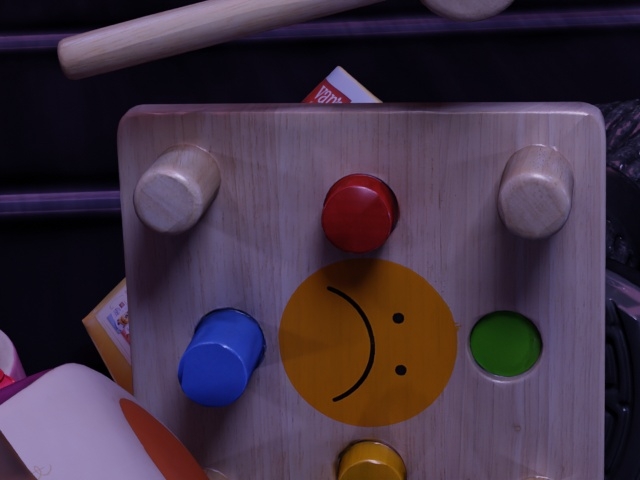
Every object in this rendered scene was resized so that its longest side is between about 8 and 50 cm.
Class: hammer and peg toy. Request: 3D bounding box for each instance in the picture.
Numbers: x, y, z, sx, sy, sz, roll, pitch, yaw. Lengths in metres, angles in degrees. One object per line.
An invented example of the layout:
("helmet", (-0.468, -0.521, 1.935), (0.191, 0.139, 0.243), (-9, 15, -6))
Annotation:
("hammer and peg toy", (0.016, -0.001, 1.045), (0.266, 0.361, 0.127), (-1, 17, 9))

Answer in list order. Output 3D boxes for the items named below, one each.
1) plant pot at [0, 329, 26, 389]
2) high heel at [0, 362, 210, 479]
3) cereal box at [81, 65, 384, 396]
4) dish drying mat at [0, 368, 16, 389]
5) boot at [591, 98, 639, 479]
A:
("plant pot", (-0.202, 0.142, 0.980), (0.201, 0.180, 0.201), (-2, 25, 1))
("high heel", (-0.157, 0.144, 0.850), (0.181, 0.377, 0.127), (-40, 67, 7))
("cereal box", (-0.031, 0.013, 1.232), (0.240, 0.047, 0.173), (-44, 30, 3))
("dish drying mat", (-0.180, 0.073, 0.899), (0.083, 0.008, 0.032), (-24, 31, -37))
("boot", (0.183, 0.016, 1.254), (0.260, 0.131, 0.348), (-20, 29, -32))
